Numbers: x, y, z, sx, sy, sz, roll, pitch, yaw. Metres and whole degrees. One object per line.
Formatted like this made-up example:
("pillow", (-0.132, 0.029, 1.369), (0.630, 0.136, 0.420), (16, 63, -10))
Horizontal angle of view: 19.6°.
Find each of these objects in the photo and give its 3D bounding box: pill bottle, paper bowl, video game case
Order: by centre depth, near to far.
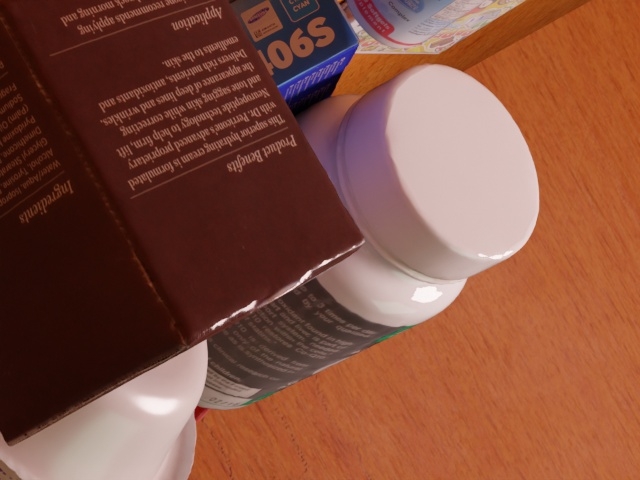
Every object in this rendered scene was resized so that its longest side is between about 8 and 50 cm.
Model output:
("paper bowl", (-0.184, 0.057, 1.183), (0.148, 0.284, 0.284), (-31, 179, 24))
("pill bottle", (0.096, -0.211, 1.369), (0.087, 0.087, 0.160), (-29, 178, -43))
("pill bottle", (0.000, 0.000, 1.584), (0.361, 0.204, 0.204), (-29, 180, 44))
("video game case", (0.122, -0.229, 1.714), (0.206, 0.026, 0.227), (-30, 167, 35))

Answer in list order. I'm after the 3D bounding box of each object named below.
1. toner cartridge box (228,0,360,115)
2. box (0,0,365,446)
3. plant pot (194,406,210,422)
("toner cartridge box", (-0.069, -0.123, 1.470), (0.165, 0.075, 0.348), (-30, 180, -5))
("box", (-0.121, -0.028, 1.023), (0.167, 0.203, 0.168), (-30, 178, 40))
("plant pot", (-0.269, 0.114, 1.856), (0.275, 0.243, 0.275), (-32, 166, -9))
